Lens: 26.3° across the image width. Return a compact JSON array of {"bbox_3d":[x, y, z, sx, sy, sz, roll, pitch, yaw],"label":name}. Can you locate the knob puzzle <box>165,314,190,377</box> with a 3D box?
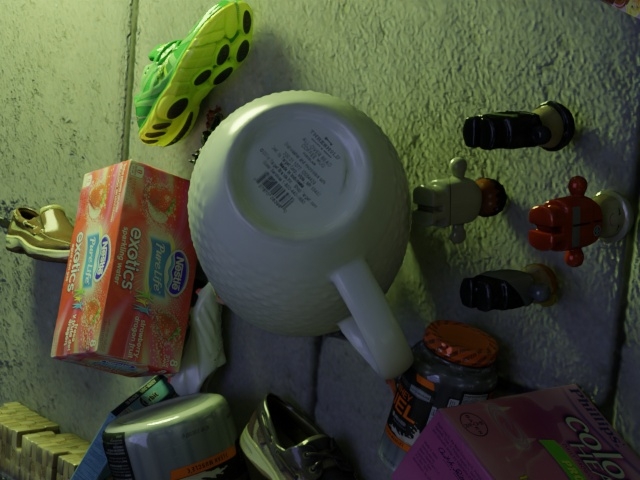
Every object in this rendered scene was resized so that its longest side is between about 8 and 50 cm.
[{"bbox_3d":[-0.263,0.104,2.182,0.213,0.030,0.213,-12,75,55],"label":"knob puzzle"}]

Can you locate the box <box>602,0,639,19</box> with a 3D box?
[{"bbox_3d":[0.425,-0.300,1.415,0.293,0.057,0.200,37,119,40],"label":"box"}]

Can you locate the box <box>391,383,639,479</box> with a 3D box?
[{"bbox_3d":[0.244,0.285,1.507,0.213,0.243,0.117,53,127,32],"label":"box"}]

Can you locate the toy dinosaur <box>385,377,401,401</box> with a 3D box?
[{"bbox_3d":[0.088,0.176,1.804,0.047,0.090,0.082,122,161,-51],"label":"toy dinosaur"}]

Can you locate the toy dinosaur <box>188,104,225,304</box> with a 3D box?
[{"bbox_3d":[-0.141,-0.064,1.985,0.322,0.164,0.218,57,145,22],"label":"toy dinosaur"}]

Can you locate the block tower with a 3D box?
[{"bbox_3d":[-0.494,0.380,2.425,0.335,0.097,0.090,17,103,47],"label":"block tower"}]

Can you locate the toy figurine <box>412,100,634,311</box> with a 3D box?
[{"bbox_3d":[0.232,-0.036,1.585,0.213,0.148,0.209,59,136,25],"label":"toy figurine"}]

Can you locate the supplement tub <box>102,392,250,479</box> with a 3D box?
[{"bbox_3d":[-0.189,0.396,1.999,0.194,0.194,0.315,-11,96,47],"label":"supplement tub"}]

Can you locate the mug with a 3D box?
[{"bbox_3d":[0.000,0.000,1.643,0.374,0.276,0.328,59,174,10],"label":"mug"}]

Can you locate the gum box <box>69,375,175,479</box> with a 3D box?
[{"bbox_3d":[-0.312,0.308,2.176,0.041,0.157,0.184,39,123,8],"label":"gum box"}]

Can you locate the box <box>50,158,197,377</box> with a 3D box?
[{"bbox_3d":[-0.286,0.047,2.077,0.142,0.154,0.299,-11,65,50],"label":"box"}]

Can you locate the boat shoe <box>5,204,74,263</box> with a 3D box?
[{"bbox_3d":[-0.474,-0.016,2.384,0.257,0.095,0.095,10,93,47],"label":"boat shoe"}]

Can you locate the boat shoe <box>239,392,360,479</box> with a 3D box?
[{"bbox_3d":[-0.013,0.309,1.895,0.285,0.103,0.092,37,123,46],"label":"boat shoe"}]

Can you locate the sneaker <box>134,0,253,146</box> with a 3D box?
[{"bbox_3d":[-0.209,-0.267,2.068,0.295,0.109,0.123,-47,60,37],"label":"sneaker"}]

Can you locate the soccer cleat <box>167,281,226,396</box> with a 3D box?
[{"bbox_3d":[-0.172,0.153,2.092,0.076,0.068,0.196,21,103,15],"label":"soccer cleat"}]

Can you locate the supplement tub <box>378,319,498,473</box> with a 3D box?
[{"bbox_3d":[0.150,0.202,1.698,0.117,0.117,0.190,33,115,42],"label":"supplement tub"}]
